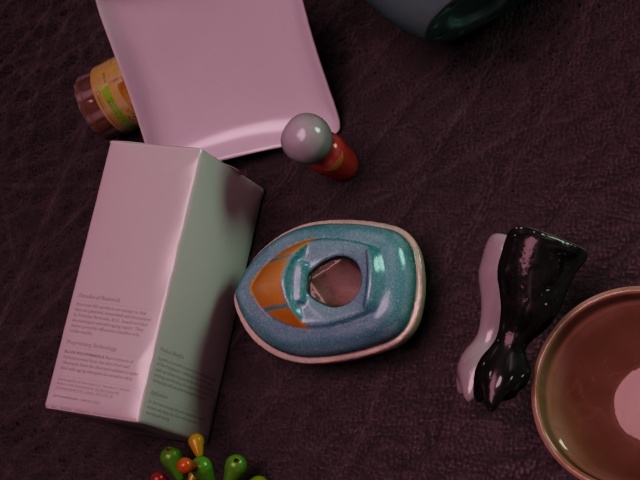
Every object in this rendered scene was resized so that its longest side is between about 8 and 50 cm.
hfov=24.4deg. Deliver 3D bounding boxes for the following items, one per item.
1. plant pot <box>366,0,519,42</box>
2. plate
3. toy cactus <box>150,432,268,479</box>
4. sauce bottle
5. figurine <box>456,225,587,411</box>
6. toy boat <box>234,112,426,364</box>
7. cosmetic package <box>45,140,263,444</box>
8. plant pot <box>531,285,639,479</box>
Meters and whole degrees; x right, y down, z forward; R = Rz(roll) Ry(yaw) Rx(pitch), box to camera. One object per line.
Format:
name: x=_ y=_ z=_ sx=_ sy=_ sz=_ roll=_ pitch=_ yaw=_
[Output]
plant pot: x=0.152 y=-0.398 z=1.885 sx=0.293 sy=0.293 sz=0.235 roll=-32 pitch=77 yaw=14
plate: x=-0.136 y=-0.247 z=2.015 sx=0.277 sy=0.045 sz=0.278 roll=-12 pitch=112 yaw=13
toy cactus: x=-0.140 y=0.359 z=1.892 sx=0.219 sy=0.112 sz=0.180 roll=30 pitch=102 yaw=16
sauce bottle: x=-0.186 y=-0.258 z=2.103 sx=0.344 sy=0.111 sz=0.111 roll=-25 pitch=64 yaw=19
figurine: x=0.218 y=0.098 z=1.746 sx=0.092 sy=0.215 sz=0.209 roll=21 pitch=86 yaw=-3
toy boat: x=0.000 y=0.000 z=1.903 sx=0.268 sy=0.148 sz=0.318 roll=-10 pitch=70 yaw=24
cosmetic package: x=-0.212 y=0.070 z=1.961 sx=0.155 sy=0.197 sz=0.365 roll=5 pitch=75 yaw=26
plant pot: x=0.368 y=0.178 z=1.681 sx=0.237 sy=0.110 sz=0.237 roll=-8 pitch=71 yaw=24
